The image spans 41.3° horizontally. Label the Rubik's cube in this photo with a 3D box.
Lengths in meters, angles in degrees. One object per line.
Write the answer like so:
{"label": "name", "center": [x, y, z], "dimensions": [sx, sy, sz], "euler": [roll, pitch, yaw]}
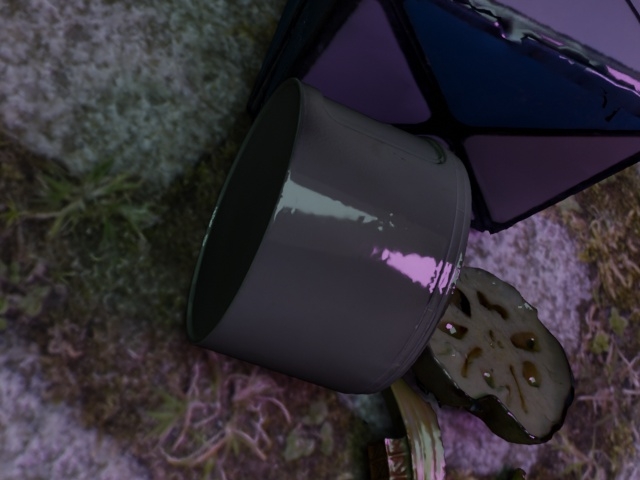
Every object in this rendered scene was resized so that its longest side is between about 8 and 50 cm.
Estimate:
{"label": "Rubik's cube", "center": [0.139, -0.217, 0.781], "dimensions": [0.310, 0.307, 0.305], "euler": [25, 68, -14]}

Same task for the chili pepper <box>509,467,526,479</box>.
{"label": "chili pepper", "center": [0.145, 0.292, 0.778], "dimensions": [0.201, 0.050, 0.052], "euler": [-35, 127, -31]}

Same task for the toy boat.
{"label": "toy boat", "center": [0.075, 0.192, 0.768], "dimensions": [0.066, 0.065, 0.172], "euler": [-6, 72, -5]}

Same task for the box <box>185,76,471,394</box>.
{"label": "box", "center": [0.000, 0.000, 0.698], "dimensions": [0.149, 0.226, 0.226], "euler": [21, 67, -18]}

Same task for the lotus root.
{"label": "lotus root", "center": [0.146, 0.115, 0.800], "dimensions": [0.183, 0.078, 0.203], "euler": [51, 33, 12]}
